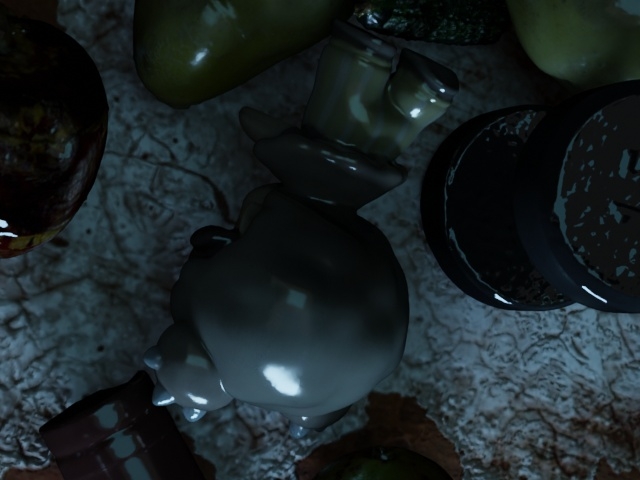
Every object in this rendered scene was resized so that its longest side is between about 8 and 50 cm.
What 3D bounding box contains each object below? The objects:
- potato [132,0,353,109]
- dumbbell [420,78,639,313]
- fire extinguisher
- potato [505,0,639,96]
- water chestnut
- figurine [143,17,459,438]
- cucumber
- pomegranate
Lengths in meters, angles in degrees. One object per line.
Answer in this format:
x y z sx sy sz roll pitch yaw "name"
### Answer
-0.053 -0.274 1.645 0.202 0.218 0.351 31 99 -41 "potato"
0.235 -0.035 1.667 0.203 0.322 0.204 0 88 -16 "dumbbell"
-0.126 0.288 1.668 0.337 0.114 0.135 63 31 -6 "fire extinguisher"
0.319 -0.230 1.748 0.326 0.221 0.243 18 82 -25 "potato"
-0.297 -0.082 1.585 0.223 0.238 0.224 16 40 -14 "water chestnut"
0.000 -0.001 1.631 0.248 0.203 0.381 15 99 -46 "figurine"
0.095 -0.216 1.671 0.067 0.293 0.068 2 95 28 "cucumber"
0.059 0.287 1.707 0.159 0.159 0.205 -15 118 -16 "pomegranate"
